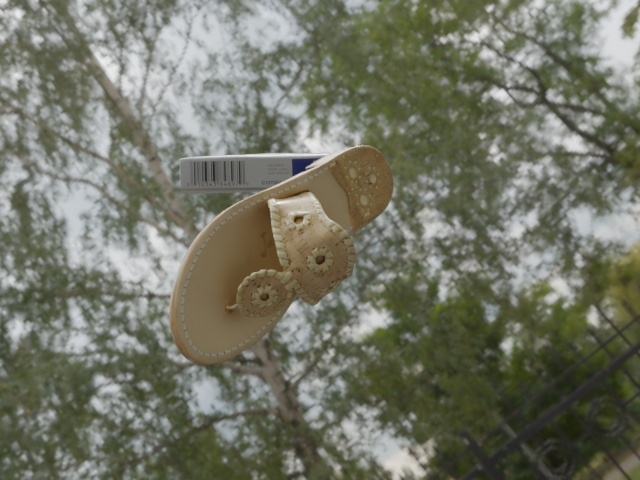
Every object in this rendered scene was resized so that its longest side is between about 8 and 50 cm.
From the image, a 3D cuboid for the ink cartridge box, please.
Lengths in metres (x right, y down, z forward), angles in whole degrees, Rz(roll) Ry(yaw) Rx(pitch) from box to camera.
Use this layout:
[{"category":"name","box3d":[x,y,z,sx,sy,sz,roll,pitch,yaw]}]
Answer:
[{"category":"ink cartridge box","box3d":[-0.051,-0.084,1.155,0.223,0.045,0.224,-2,3,0]}]

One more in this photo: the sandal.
[{"category":"sandal","box3d":[-0.003,-0.006,0.643,0.079,0.088,0.240,-11,23,45]}]
